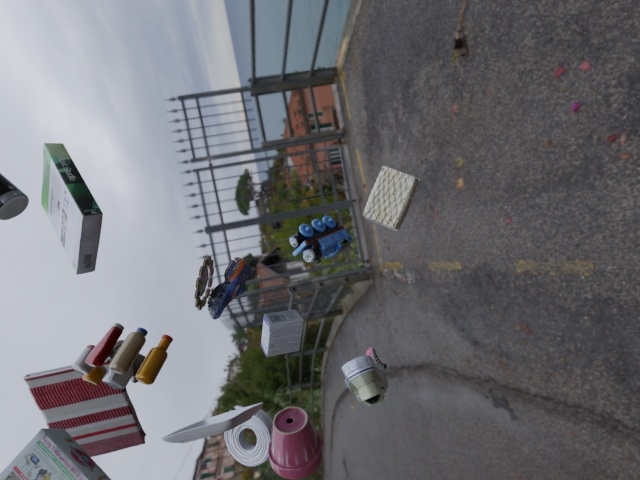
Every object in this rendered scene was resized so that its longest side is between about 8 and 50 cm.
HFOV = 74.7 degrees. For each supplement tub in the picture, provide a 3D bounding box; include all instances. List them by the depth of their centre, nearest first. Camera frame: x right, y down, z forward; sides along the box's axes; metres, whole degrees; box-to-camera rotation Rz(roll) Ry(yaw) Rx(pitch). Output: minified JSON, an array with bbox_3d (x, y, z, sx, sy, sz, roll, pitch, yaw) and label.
[{"bbox_3d":[-1.096,-0.167,1.405,0.190,0.117,0.117,41,171,1],"label":"supplement tub"}]

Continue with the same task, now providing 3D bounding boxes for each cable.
[{"bbox_3d":[-0.316,0.892,1.917,0.089,0.257,0.256,2,-102,-68],"label":"cable"}]

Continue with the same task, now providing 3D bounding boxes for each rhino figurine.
[{"bbox_3d":[-0.586,0.384,1.288,0.073,0.106,0.243,52,165,38],"label":"rhino figurine"}]

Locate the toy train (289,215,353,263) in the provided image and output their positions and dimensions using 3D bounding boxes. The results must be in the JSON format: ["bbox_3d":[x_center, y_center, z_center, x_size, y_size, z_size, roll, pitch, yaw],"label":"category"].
[{"bbox_3d":[0.000,0.000,1.121,0.105,0.184,0.080,53,130,12],"label":"toy train"}]

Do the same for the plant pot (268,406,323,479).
[{"bbox_3d":[-0.097,0.719,1.524,0.201,0.202,0.180,-117,19,-66],"label":"plant pot"}]

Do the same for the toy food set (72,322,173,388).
[{"bbox_3d":[-0.441,0.250,0.922,0.111,0.232,0.104,51,-140,-30],"label":"toy food set"}]

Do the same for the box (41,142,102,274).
[{"bbox_3d":[-0.724,-0.094,1.210,0.322,0.059,0.232,48,129,24],"label":"box"}]

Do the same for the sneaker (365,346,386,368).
[{"bbox_3d":[0.245,0.538,1.817,0.063,0.075,0.170,-60,23,25],"label":"sneaker"}]

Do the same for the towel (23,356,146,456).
[{"bbox_3d":[-0.671,0.492,1.216,0.037,0.237,0.328,-117,17,-65],"label":"towel"}]

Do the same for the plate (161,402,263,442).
[{"bbox_3d":[-0.377,0.666,1.519,0.278,0.278,0.045,30,-140,-71],"label":"plate"}]

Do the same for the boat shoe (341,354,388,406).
[{"bbox_3d":[0.115,0.362,1.036,0.302,0.109,0.094,58,-169,-61],"label":"boat shoe"}]

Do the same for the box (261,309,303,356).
[{"bbox_3d":[-0.135,0.322,1.465,0.072,0.126,0.137,42,129,53],"label":"box"}]

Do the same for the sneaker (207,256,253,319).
[{"bbox_3d":[-0.297,0.169,1.403,0.087,0.221,0.083,36,173,-38],"label":"sneaker"}]

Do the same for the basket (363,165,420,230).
[{"bbox_3d":[0.202,-0.120,1.198,0.167,0.113,0.103,-69,-13,8],"label":"basket"}]

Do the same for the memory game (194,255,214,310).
[{"bbox_3d":[-0.386,0.142,1.402,0.186,0.012,0.186,9,-90,-90],"label":"memory game"}]

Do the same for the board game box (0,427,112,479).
[{"bbox_3d":[-0.646,0.619,0.928,0.224,0.303,0.097,34,161,17],"label":"board game box"}]
